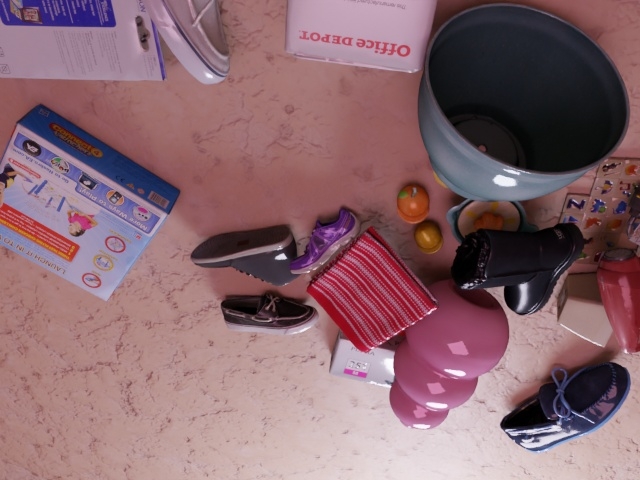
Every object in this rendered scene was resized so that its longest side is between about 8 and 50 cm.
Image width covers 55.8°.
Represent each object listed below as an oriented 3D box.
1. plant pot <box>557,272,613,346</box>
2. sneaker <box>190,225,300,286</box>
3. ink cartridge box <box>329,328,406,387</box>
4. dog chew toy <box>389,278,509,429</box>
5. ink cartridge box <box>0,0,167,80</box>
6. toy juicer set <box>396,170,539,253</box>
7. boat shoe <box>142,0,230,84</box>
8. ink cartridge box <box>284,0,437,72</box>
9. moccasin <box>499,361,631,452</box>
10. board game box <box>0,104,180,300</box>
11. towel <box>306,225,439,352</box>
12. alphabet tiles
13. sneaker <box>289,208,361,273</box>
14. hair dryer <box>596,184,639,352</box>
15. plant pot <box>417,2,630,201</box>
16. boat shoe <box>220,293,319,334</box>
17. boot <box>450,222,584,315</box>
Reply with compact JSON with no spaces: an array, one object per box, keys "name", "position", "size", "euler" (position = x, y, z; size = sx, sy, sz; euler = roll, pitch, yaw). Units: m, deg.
[{"name":"plant pot","position":[0.529,0.128,1.200],"size":[0.096,0.109,0.109],"euler":[13,129,12]},{"name":"sneaker","position":[-0.151,0.049,1.245],"size":[0.222,0.083,0.118],"euler":[-8,126,13]},{"name":"ink cartridge box","position":[0.177,0.235,1.357],"size":[0.275,0.060,0.239],"euler":[13,129,-1]},{"name":"dog chew toy","position":[0.243,0.247,1.234],"size":[0.206,0.206,0.332],"euler":[18,112,-6]},{"name":"ink cartridge box","position":[-0.414,-0.351,0.990],"size":[0.332,0.065,0.165],"euler":[4,127,7]},{"name":"toy juicer set","position":[0.285,-0.015,1.129],"size":[0.329,0.089,0.209],"euler":[36,123,-19]},{"name":"boat shoe","position":[-0.188,-0.418,0.875],"size":[0.156,0.136,0.367],"euler":[-17,113,16]},{"name":"ink cartridge box","position":[0.066,-0.404,0.842],"size":[0.211,0.121,0.289],"euler":[9,128,1]},{"name":"moccasin","position":[0.543,0.384,1.370],"size":[0.116,0.138,0.342],"euler":[28,125,-8]},{"name":"board game box","position":[-0.489,-0.061,1.207],"size":[0.308,0.086,0.302],"euler":[33,125,-17]},{"name":"towel","position":[0.091,0.109,1.192],"size":[0.199,0.031,0.275],"euler":[49,142,4]},{"name":"alphabet tiles","position":[0.549,-0.047,1.119],"size":[0.198,0.009,0.237],"euler":[4,127,5]},{"name":"sneaker","position":[0.000,0.000,1.196],"size":[0.170,0.068,0.071],"euler":[-41,100,8]},{"name":"hair dryer","position":[0.602,0.067,1.072],"size":[0.223,0.080,0.294],"euler":[24,99,-8]},{"name":"plant pot","position":[0.273,-0.177,0.915],"size":[0.293,0.293,0.196],"euler":[13,155,-2]},{"name":"boat shoe","position":[-0.115,0.158,1.327],"size":[0.219,0.078,0.070],"euler":[-3,128,13]},{"name":"boot","position":[0.327,0.059,1.093],"size":[0.207,0.094,0.246],"euler":[-4,144,-16]}]
